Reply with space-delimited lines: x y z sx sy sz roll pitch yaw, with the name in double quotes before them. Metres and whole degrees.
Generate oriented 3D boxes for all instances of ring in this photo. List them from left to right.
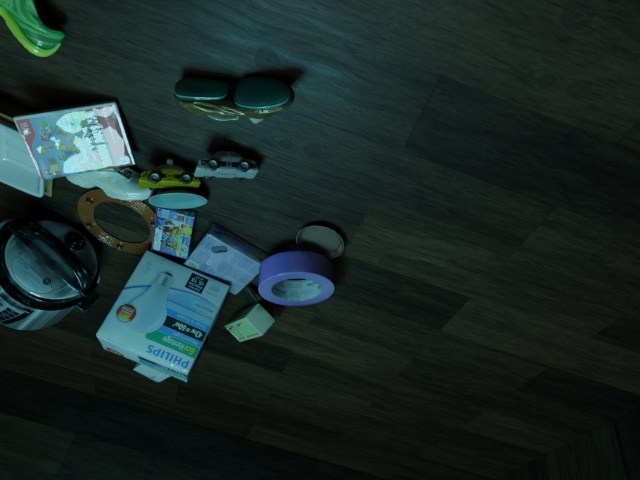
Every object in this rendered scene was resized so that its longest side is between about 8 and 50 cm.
"ring" -0.744 -0.058 1.851 0.336 0.032 0.337 7 136 7

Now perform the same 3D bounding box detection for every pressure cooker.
"pressure cooker" -1.052 0.113 1.871 0.369 0.376 0.420 13 147 -44

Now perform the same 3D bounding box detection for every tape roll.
"tape roll" -0.087 0.143 1.806 0.274 0.090 0.275 -1 148 -1

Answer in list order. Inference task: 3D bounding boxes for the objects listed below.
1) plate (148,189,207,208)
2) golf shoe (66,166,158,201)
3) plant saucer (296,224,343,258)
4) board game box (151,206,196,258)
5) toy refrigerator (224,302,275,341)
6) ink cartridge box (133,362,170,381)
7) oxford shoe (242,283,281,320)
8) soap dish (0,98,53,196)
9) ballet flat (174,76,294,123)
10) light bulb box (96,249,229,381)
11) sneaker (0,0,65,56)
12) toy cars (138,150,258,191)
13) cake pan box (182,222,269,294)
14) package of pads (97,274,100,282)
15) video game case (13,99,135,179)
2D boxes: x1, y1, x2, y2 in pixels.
"plate" -0.472 -0.139 1.649 0.188 0.024 0.188 -5 169 -1
"golf shoe" -0.679 -0.220 1.606 0.305 0.115 0.140 15 134 -4
"plant saucer" 0.000 0.000 1.731 0.168 0.029 0.169 8 138 7
"board game box" -0.531 -0.032 1.793 0.136 0.035 0.201 17 127 -7
"toy refrigerator" -0.299 0.346 2.051 0.102 0.094 0.269 47 149 -9
"ink cartridge box" -0.644 0.417 2.126 0.129 0.308 0.223 36 132 -24
"oxford shoe" -0.243 0.245 2.029 0.212 0.076 0.076 51 152 -17
"soap dish" -0.958 -0.293 1.589 0.228 0.118 0.291 24 136 -12
"ballet flat" -0.226 -0.371 1.346 0.341 0.116 0.124 4 157 11
"light bulb box" -0.586 0.293 1.892 0.357 0.361 0.225 23 152 -4
"sneaker" -0.760 -0.611 1.234 0.123 0.109 0.296 -31 122 7
"toy cars" -0.383 -0.223 1.540 0.393 0.087 0.176 -8 170 20
"cake pan box" -0.364 0.080 1.878 0.245 0.070 0.267 32 134 -16
"package of pads" -0.970 0.146 2.122 0.050 0.032 0.083 16 138 -7
"video game case" -0.728 -0.299 1.489 0.284 0.025 0.204 -11 125 -8
